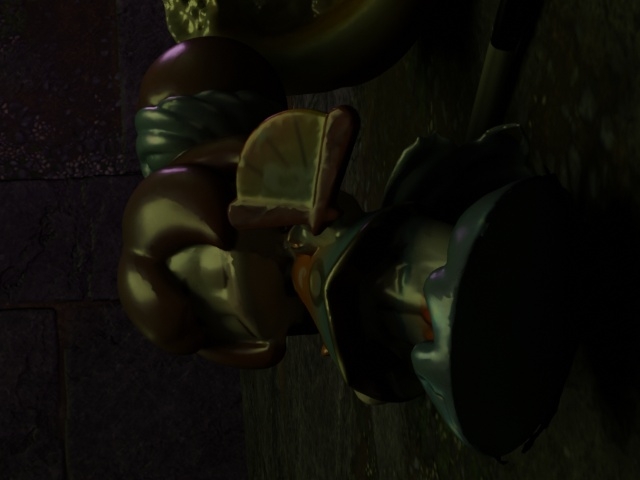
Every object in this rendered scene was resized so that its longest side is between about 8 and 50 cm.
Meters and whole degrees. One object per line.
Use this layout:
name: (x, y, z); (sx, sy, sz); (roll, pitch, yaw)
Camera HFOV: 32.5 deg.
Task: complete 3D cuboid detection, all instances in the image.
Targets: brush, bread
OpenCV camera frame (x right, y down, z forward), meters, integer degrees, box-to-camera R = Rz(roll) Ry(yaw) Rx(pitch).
brush: (0.142, -0.146, 0.874); (0.299, 0.039, 0.042); (99, 163, -47)
bread: (-0.048, -0.344, 1.018); (0.245, 0.328, 0.424); (-160, 56, -77)

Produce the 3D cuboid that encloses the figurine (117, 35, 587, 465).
figurine: (-0.001, -0.001, 0.836); (0.388, 0.248, 0.277); (8, 126, 38)
